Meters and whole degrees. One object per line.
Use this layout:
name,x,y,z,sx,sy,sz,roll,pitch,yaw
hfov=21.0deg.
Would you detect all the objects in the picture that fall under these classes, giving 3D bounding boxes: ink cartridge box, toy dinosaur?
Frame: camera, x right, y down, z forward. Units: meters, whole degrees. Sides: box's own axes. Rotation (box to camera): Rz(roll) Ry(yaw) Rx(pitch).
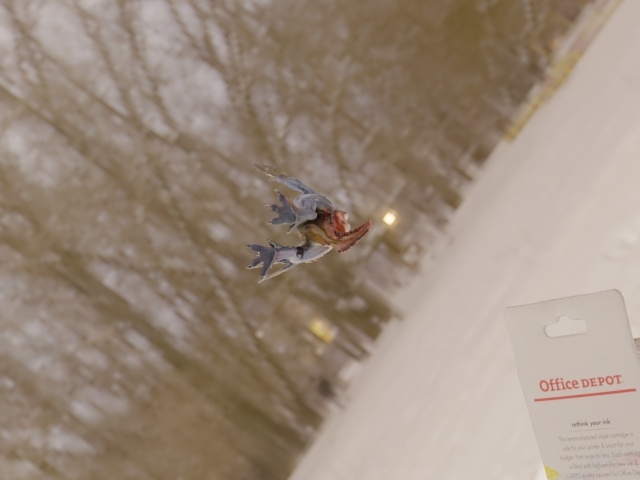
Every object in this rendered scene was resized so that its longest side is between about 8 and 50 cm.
ink cartridge box,0.183,0.114,1.016,0.062,0.181,0.104,-17,2,-37
toy dinosaur,0.000,0.000,0.740,0.082,0.090,0.047,-4,-71,-57
